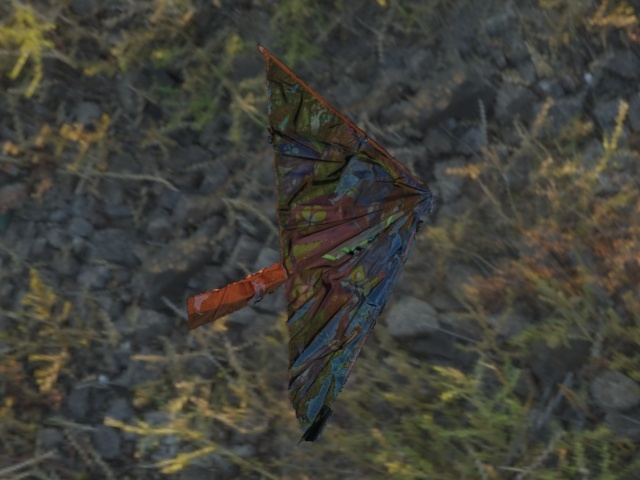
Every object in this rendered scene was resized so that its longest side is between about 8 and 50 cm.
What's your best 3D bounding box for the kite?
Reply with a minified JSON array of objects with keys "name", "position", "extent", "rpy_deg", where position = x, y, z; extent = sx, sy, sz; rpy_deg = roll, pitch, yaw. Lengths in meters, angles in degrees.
[{"name":"kite","position":[0.000,0.000,0.695],"extent":[0.009,0.189,0.232],"rpy_deg":[19,124,38]}]
